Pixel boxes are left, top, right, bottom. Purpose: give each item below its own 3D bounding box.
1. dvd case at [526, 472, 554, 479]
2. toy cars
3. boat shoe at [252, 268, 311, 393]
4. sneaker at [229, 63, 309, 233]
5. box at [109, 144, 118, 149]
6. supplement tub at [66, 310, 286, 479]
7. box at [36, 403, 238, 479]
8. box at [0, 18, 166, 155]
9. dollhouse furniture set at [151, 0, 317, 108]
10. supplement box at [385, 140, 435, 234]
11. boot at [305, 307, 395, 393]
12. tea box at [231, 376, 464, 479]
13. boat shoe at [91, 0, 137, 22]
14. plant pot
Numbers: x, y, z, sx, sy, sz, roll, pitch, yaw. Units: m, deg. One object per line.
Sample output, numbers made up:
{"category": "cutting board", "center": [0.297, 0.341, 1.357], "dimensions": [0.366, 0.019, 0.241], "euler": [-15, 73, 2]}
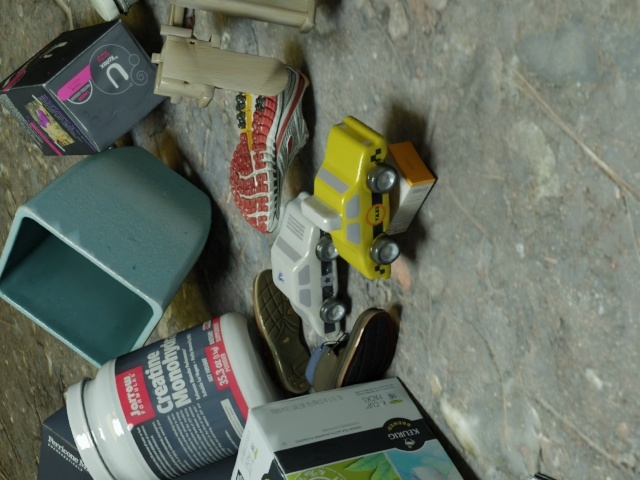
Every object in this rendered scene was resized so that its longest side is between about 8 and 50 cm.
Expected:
{"category": "dvd case", "center": [0.299, 0.350, 1.322], "dimensions": [0.221, 0.018, 0.164], "euler": [14, 114, 56]}
{"category": "toy cars", "center": [0.000, 0.000, 1.552], "dimensions": [0.176, 0.087, 0.394], "euler": [66, 156, 16]}
{"category": "boat shoe", "center": [-0.063, 0.129, 1.773], "dimensions": [0.060, 0.064, 0.178], "euler": [-16, 90, 57]}
{"category": "sneaker", "center": [-0.055, -0.117, 1.636], "dimensions": [0.088, 0.092, 0.225], "euler": [26, 114, 50]}
{"category": "box", "center": [-0.326, -0.065, 2.100], "dimensions": [0.114, 0.036, 0.207], "euler": [81, 169, -78]}
{"category": "supplement tub", "center": [-0.199, 0.231, 1.790], "dimensions": [0.191, 0.272, 0.191], "euler": [-22, -90, -87]}
{"category": "box", "center": [-0.268, 0.433, 1.997], "dimensions": [0.343, 0.179, 0.312], "euler": [32, 132, 18]}
{"category": "box", "center": [-0.379, -0.237, 1.998], "dimensions": [0.143, 0.165, 0.270], "euler": [53, 158, -23]}
{"category": "dollhouse furniture set", "center": [-0.123, -0.286, 1.658], "dimensions": [0.355, 0.174, 0.303], "euler": [150, 128, -76]}
{"category": "supplement box", "center": [0.090, -0.060, 1.484], "dimensions": [0.062, 0.036, 0.098], "euler": [61, 146, 26]}
{"category": "boot", "center": [0.028, 0.147, 1.619], "dimensions": [0.106, 0.082, 0.219], "euler": [47, 140, 35]}
{"category": "tea box", "center": [0.039, 0.407, 1.542], "dimensions": [0.323, 0.220, 0.329], "euler": [55, 143, 41]}
{"category": "boat shoe", "center": [-0.365, -0.458, 2.013], "dimensions": [0.305, 0.091, 0.109], "euler": [51, 171, 36]}
{"category": "plant pot", "center": [-0.302, 0.007, 1.903], "dimensions": [0.248, 0.252, 0.247], "euler": [36, 141, 0]}
